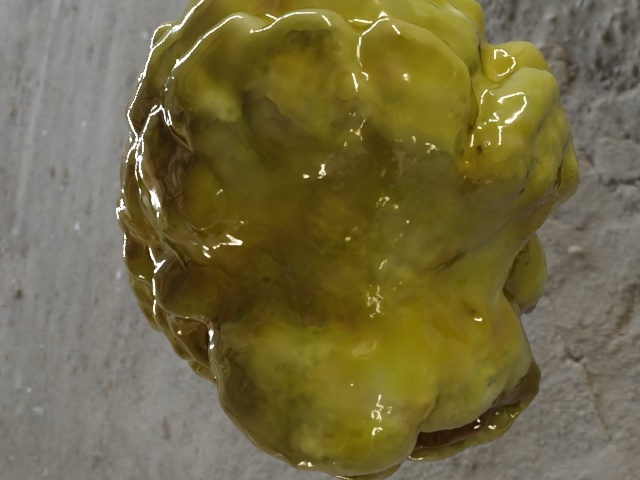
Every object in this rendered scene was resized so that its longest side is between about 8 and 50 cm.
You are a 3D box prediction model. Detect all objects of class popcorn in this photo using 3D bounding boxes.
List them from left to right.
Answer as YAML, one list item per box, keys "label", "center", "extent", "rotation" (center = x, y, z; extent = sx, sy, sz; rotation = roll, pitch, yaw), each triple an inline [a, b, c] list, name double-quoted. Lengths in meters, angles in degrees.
- label: "popcorn"
  center: [0.000, 0.000, 0.417]
  extent: [0.226, 0.200, 0.203]
  rotation: [-22, 51, 36]
